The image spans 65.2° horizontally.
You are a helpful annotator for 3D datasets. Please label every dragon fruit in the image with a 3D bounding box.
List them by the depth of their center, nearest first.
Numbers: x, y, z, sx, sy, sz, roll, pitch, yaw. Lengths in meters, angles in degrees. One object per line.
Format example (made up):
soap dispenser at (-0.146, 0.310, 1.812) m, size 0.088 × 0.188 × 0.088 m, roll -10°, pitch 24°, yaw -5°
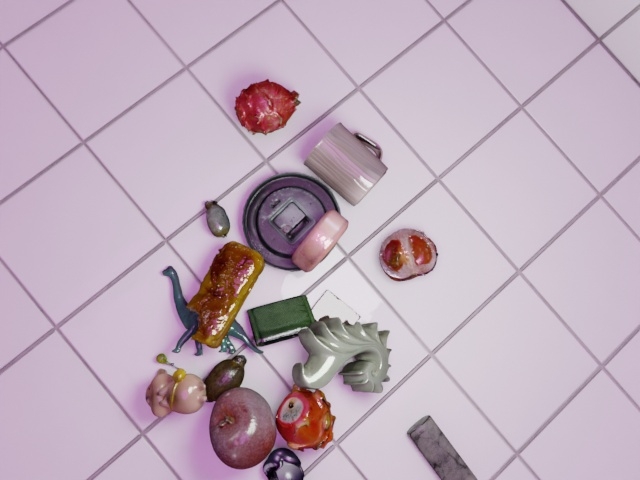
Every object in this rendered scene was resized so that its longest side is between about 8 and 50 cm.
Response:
dragon fruit at (-0.048, 0.634, 1.776) m, size 0.224 × 0.227 × 0.224 m, roll -13°, pitch 55°, yaw 19°
dragon fruit at (-0.197, -0.517, 1.935) m, size 0.268 × 0.210 × 0.205 m, roll -18°, pitch 101°, yaw -14°

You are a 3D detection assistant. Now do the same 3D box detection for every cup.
cup at (0.107, -0.301, 1.949) m, size 0.273 × 0.288 × 0.208 m, roll 42°, pitch 116°, yaw 0°

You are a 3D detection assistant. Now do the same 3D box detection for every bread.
bread at (-0.355, 0.186, 1.784) m, size 0.185 × 0.109 × 0.380 m, roll 23°, pitch 72°, yaw 13°

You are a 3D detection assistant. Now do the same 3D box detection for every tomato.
tomato at (0.330, 0.060, 1.944) m, size 0.227 × 0.112 × 0.199 m, roll -9°, pitch 75°, yaw -6°

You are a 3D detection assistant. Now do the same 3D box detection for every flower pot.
flower pot at (0.082, 0.406, 1.785) m, size 0.367 × 0.164 × 0.254 m, roll 14°, pitch 70°, yaw -28°

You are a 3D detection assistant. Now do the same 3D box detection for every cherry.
cherry at (-0.259, 0.646, 1.716) m, size 0.221 × 0.307 × 0.261 m, roll -16°, pitch 52°, yaw 3°

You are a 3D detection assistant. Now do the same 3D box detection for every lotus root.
lotus root at (-0.344, 0.500, 1.814) m, size 0.120 × 0.120 × 0.209 m, roll 41°, pitch 84°, yaw 1°
lotus root at (-0.394, -0.084, 1.910) m, size 0.088 × 0.088 × 0.165 m, roll -19°, pitch 74°, yaw -8°

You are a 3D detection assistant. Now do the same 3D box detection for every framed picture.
framed picture at (0.052, 0.290, 1.927) m, size 0.168 × 0.023 × 0.128 m, roll 39°, pitch 81°, yaw 1°

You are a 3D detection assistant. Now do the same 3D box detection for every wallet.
wallet at (-0.143, 0.298, 1.870) m, size 0.236 × 0.055 × 0.160 m, roll -13°, pitch 57°, yaw -14°

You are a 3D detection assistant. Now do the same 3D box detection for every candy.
candy at (0.000, 0.000, 1.782) m, size 0.094 × 0.255 × 0.255 m, roll 39°, pitch 80°, yaw 0°
candy at (-0.547, 0.455, 1.843) m, size 0.123 × 0.035 × 0.035 m, roll 32°, pitch 63°, yaw -8°

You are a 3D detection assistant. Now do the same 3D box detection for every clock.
clock at (-0.110, -0.070, 1.936) m, size 0.386 × 0.076 × 0.386 m, roll 1°, pitch 81°, yaw -5°

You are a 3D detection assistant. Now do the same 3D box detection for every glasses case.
glasses case at (0.455, 0.808, 1.875) m, size 0.114 × 0.060 × 0.299 m, roll -37°, pitch 87°, yaw -9°

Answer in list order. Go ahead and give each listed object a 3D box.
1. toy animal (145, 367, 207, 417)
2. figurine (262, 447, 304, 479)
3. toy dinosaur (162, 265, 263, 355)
toy animal at (-0.501, 0.530, 1.744) m, size 0.248 × 0.149 × 0.165 m, roll -8°, pitch 73°, yaw 30°
figurine at (-0.106, 0.842, 1.770) m, size 0.222 × 0.145 × 0.145 m, roll 39°, pitch 80°, yaw 18°
toy dinosaur at (-0.402, 0.255, 1.859) m, size 0.383 × 0.129 × 0.331 m, roll 1°, pitch 73°, yaw -7°
